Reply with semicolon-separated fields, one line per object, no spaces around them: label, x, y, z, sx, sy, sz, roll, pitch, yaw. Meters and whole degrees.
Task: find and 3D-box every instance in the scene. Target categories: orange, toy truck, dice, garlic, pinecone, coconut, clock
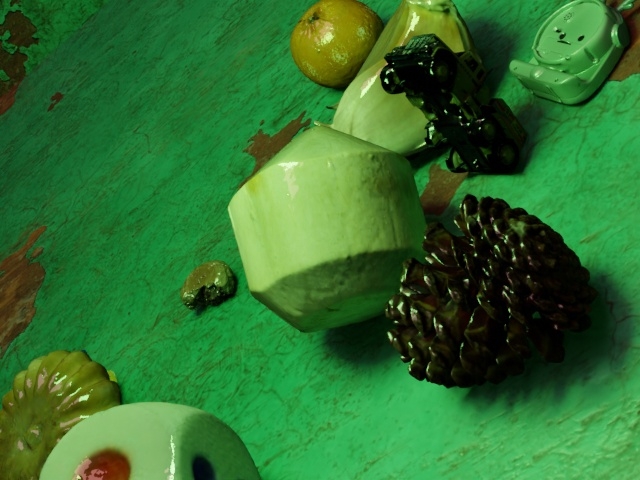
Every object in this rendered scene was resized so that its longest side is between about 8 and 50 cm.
orange;0.030;-0.391;2.315;0.193;0.161;0.193;-32;32;23
toy truck;0.214;-0.216;1.822;0.127;0.257;0.127;4;57;53
dice;-0.241;0.393;1.722;0.259;0.251;0.243;-23;48;21
garlic;0.143;-0.288;2.031;0.286;0.249;0.313;44;114;42
pinecone;0.213;0.083;1.568;0.292;0.246;0.246;-44;29;40
coconut;0.012;-0.025;1.807;0.323;0.323;0.323;-31;37;27
clock;0.408;-0.317;1.868;0.211;0.066;0.159;-53;33;-6

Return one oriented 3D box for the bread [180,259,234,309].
bread;-0.206;0.081;2.211;0.113;0.060;0.082;-24;41;32

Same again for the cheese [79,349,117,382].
cheese;-0.456;0.309;2.271;0.177;0.069;0.270;-47;33;7

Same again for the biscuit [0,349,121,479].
biscuit;-0.491;0.356;2.144;0.325;0.107;0.326;-12;70;34
